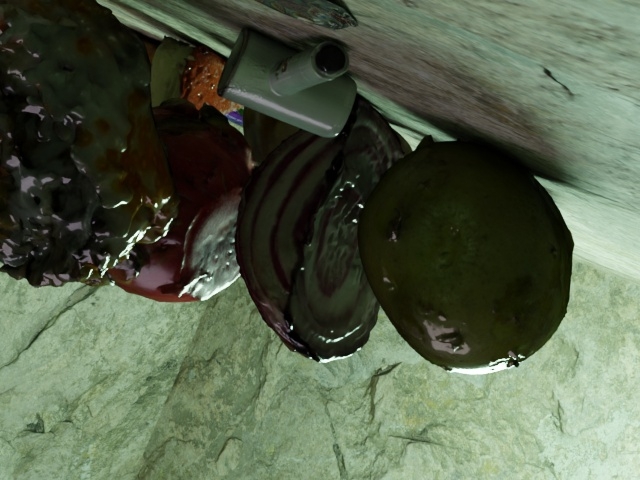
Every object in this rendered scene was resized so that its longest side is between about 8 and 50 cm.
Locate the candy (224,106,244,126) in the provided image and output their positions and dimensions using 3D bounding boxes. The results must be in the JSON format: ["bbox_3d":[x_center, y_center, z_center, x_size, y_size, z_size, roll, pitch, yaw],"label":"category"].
[{"bbox_3d":[-0.171,-0.255,2.089,0.312,0.061,0.088,21,-178,-34],"label":"candy"}]

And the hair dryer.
[{"bbox_3d":[-0.009,-0.158,1.059,0.131,0.073,0.236,21,173,-15],"label":"hair dryer"}]

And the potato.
[{"bbox_3d":[0.176,0.011,1.301,0.269,0.219,0.359,64,-162,4],"label":"potato"}]

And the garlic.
[{"bbox_3d":[0.008,-0.133,1.458,0.245,0.145,0.164,20,152,-21],"label":"garlic"}]

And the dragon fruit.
[{"bbox_3d":[-0.223,-0.054,1.407,0.291,0.250,0.269,30,-149,28],"label":"dragon fruit"}]

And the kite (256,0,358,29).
[{"bbox_3d":[-0.080,-0.197,0.820,0.229,0.016,0.127,23,179,1],"label":"kite"}]

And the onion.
[{"bbox_3d":[0.000,0.000,1.365,0.146,0.314,0.280,8,163,24],"label":"onion"}]

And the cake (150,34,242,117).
[{"bbox_3d":[-0.151,-0.241,1.572,0.086,0.116,0.220,27,-144,26],"label":"cake"}]

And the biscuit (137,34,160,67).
[{"bbox_3d":[-0.271,-0.300,1.848,0.306,0.043,0.284,26,-177,7],"label":"biscuit"}]

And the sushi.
[{"bbox_3d":[-0.339,-0.124,1.114,0.418,0.176,0.417,17,138,16],"label":"sushi"}]
